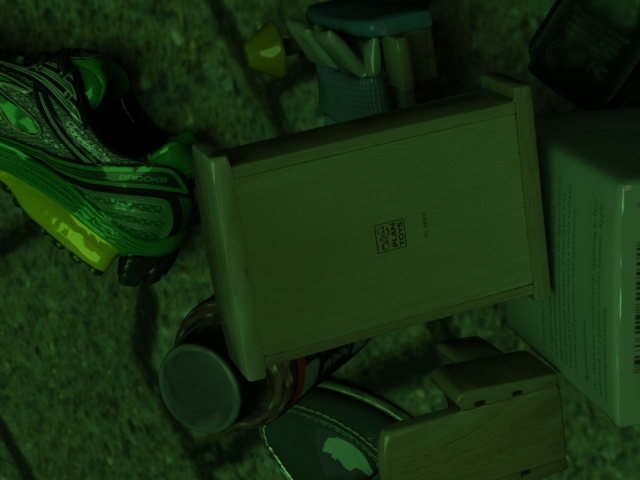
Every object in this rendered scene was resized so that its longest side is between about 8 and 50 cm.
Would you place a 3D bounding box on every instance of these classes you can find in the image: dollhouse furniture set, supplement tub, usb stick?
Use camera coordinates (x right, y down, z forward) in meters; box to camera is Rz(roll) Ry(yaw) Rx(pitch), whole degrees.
[{"bbox_3d":[0.000,0.000,0.969,0.303,0.198,0.286,-140,39,-66],"label":"dollhouse furniture set"},{"bbox_3d":[-0.041,0.077,1.077,0.106,0.198,0.106,10,113,25],"label":"supplement tub"},{"bbox_3d":[0.231,-0.208,0.916,0.077,0.045,0.278,35,121,6],"label":"usb stick"}]

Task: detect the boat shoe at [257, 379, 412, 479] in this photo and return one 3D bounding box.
[{"bbox_3d":[0.065,0.233,1.132,0.319,0.099,0.116,41,122,11],"label":"boat shoe"}]

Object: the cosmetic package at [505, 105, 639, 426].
[{"bbox_3d":[0.216,0.006,0.888,0.151,0.184,0.151,-7,109,-12],"label":"cosmetic package"}]

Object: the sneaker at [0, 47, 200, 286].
[{"bbox_3d":[-0.236,-0.119,1.176,0.343,0.134,0.146,34,114,5],"label":"sneaker"}]
